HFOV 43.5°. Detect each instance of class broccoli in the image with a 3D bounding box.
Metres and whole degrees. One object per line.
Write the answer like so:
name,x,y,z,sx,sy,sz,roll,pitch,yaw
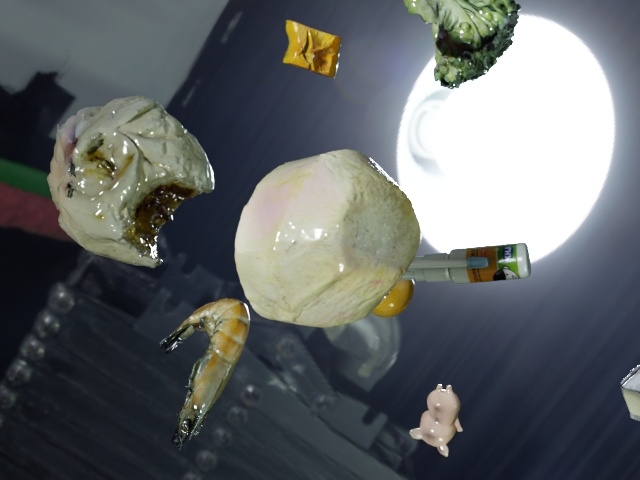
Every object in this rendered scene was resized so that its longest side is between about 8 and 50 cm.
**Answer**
broccoli,0.178,-0.386,1.259,0.304,0.165,0.145,55,157,8

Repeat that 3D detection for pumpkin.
pumpkin,-0.011,-0.311,1.299,0.101,0.073,0.035,9,180,-22

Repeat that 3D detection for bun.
bun,-0.331,-0.110,1.319,0.281,0.281,0.205,40,176,24

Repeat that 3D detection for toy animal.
toy animal,0.250,0.374,1.701,0.083,0.150,0.089,18,-168,41

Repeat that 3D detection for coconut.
coconut,0.000,0.000,1.111,0.259,0.259,0.259,31,-165,-9

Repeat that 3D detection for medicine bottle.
medicine bottle,0.234,0.040,1.343,0.221,0.061,0.092,-6,169,22

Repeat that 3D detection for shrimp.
shrimp,-0.209,0.209,1.279,0.198,0.261,0.051,-11,140,45

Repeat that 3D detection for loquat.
loquat,0.157,0.121,1.961,0.141,0.141,0.141,31,-165,-9

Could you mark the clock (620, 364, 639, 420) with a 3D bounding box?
clock,0.606,0.241,1.283,0.192,0.147,0.071,9,127,57
